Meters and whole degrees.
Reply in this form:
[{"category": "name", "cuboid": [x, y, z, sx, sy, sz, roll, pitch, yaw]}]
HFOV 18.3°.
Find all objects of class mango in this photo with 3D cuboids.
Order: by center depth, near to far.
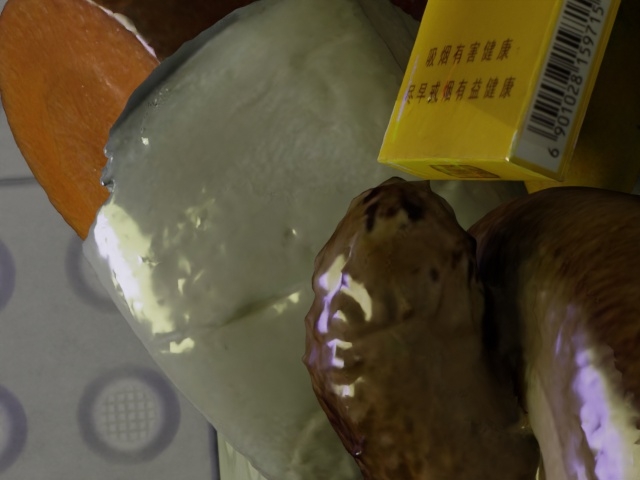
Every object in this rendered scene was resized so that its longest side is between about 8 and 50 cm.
[{"category": "mango", "cuboid": [0.141, -0.090, 1.091, 0.111, 0.089, 0.163, 115, 145, -67]}]

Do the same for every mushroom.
[{"category": "mushroom", "cuboid": [0.139, 0.128, 0.914, 0.345, 0.239, 0.345, -11, -90, -78]}]

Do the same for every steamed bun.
[{"category": "steamed bun", "cuboid": [0.000, 0.000, 1.221, 0.290, 0.272, 0.273, -50, 38, 14]}]

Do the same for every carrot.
[{"category": "carrot", "cuboid": [-0.132, -0.093, 1.440, 0.307, 0.100, 0.258, -24, 93, 60]}]

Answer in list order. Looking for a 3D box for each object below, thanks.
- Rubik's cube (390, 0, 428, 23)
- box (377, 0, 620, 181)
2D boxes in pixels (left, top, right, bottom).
[{"category": "Rubik's cube", "cuboid": [-0.044, -0.247, 1.589, 0.260, 0.259, 0.254, -105, 15, -59]}, {"category": "box", "cuboid": [0.113, -0.161, 1.011, 0.152, 0.043, 0.269, 8, 78, 66]}]
